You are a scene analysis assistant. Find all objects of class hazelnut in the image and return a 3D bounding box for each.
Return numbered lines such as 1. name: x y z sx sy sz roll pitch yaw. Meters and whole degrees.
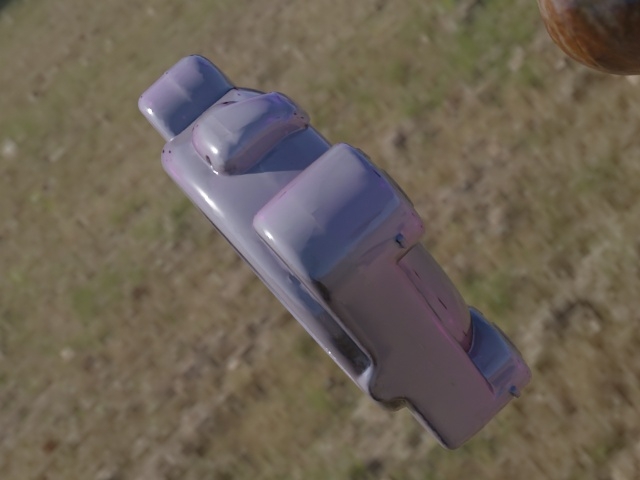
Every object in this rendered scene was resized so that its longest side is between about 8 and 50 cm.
1. hazelnut: 0.110 -0.099 0.592 0.086 0.086 0.086 -36 20 16

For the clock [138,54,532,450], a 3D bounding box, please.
1. clock: 0.000 0.000 1.331 0.113 0.295 0.322 -43 45 -3
